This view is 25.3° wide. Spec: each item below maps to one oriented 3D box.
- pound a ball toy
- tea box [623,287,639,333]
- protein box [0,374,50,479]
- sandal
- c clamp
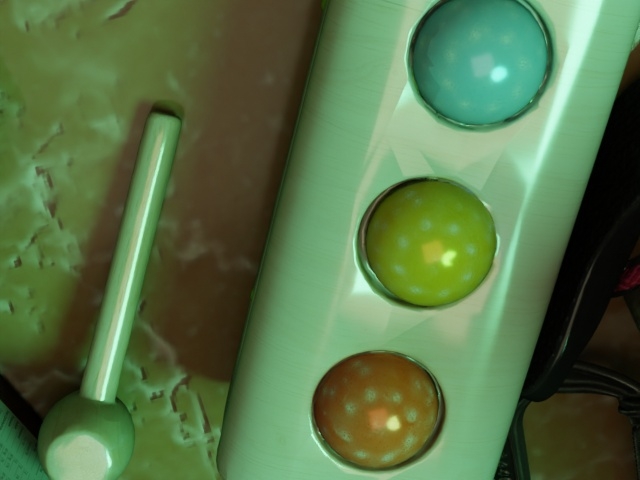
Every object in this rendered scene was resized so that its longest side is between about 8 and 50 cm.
[{"bbox_3d":[0.000,0.000,0.630,0.208,0.136,0.319,14,108,-5],"label":"pound a ball toy"},{"bbox_3d":[0.308,0.148,0.582,0.220,0.329,0.323,-28,107,10],"label":"tea box"},{"bbox_3d":[-0.250,0.129,0.671,0.200,0.136,0.201,-36,105,10],"label":"protein box"},{"bbox_3d":[0.140,-0.003,0.669,0.040,0.067,0.179,18,109,-18],"label":"sandal"},{"bbox_3d":[0.148,0.128,0.721,0.137,0.022,0.160,-8,109,27],"label":"c clamp"}]
